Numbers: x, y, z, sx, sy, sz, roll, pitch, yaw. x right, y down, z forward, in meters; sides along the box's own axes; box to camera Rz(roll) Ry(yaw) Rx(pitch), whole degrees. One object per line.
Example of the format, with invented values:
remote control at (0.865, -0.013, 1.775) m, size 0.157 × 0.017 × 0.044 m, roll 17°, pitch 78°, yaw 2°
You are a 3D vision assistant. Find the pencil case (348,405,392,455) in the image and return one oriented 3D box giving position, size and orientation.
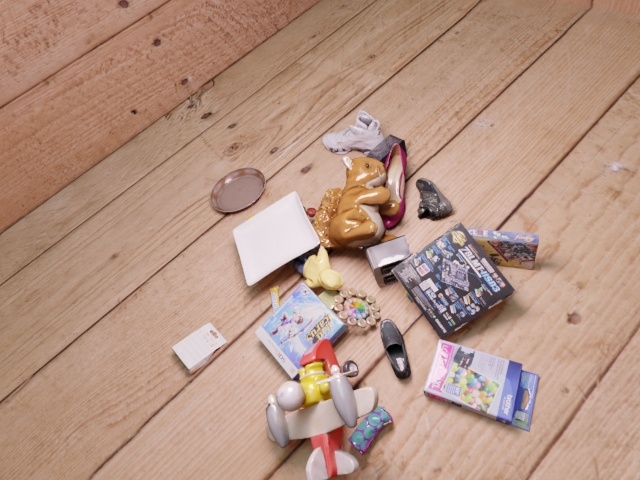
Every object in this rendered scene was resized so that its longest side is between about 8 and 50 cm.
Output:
pencil case at (0.159, 0.595, 1.305) m, size 0.152 × 0.064 × 0.070 m, roll -44°, pitch 36°, yaw -14°

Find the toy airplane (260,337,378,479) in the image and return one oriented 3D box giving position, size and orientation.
toy airplane at (-0.022, 0.524, 1.258) m, size 0.385 × 0.273 × 0.384 m, roll -60°, pitch 29°, yaw -1°

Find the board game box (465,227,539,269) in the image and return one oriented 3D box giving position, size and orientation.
board game box at (0.644, 0.030, 1.494) m, size 0.244 × 0.165 × 0.042 m, roll 7°, pitch 57°, yaw 23°

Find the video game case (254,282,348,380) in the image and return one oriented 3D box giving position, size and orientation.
video game case at (-0.076, 0.334, 1.543) m, size 0.269 × 0.061 × 0.244 m, roll -47°, pitch 59°, yaw -3°

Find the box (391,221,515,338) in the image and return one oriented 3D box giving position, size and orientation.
box at (0.450, 0.138, 1.427) m, size 0.294 × 0.073 × 0.295 m, roll -36°, pitch 76°, yaw 6°

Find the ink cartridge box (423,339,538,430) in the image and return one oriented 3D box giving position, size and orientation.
ink cartridge box at (0.504, 0.446, 1.300) m, size 0.312 × 0.065 × 0.185 m, roll 14°, pitch 60°, yaw 25°

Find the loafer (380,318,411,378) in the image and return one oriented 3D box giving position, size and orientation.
loafer at (0.258, 0.365, 1.433) m, size 0.076 × 0.078 × 0.223 m, roll -18°, pitch 51°, yaw 5°

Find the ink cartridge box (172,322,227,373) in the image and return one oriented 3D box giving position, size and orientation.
ink cartridge box at (-0.489, 0.434, 1.683) m, size 0.179 × 0.045 × 0.146 m, roll -32°, pitch 47°, yaw -29°

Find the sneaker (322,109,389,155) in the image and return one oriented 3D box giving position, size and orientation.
sneaker at (0.158, -0.540, 2.065) m, size 0.366 × 0.210 × 0.137 m, roll 16°, pitch 61°, yaw 29°

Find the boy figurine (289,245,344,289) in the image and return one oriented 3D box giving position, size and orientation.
boy figurine at (-0.011, 0.110, 1.652) m, size 0.285 × 0.092 × 0.177 m, roll 28°, pitch 99°, yaw 49°

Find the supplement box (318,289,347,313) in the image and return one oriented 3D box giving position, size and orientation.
supplement box at (0.047, 0.235, 1.620) m, size 0.083 × 0.056 × 0.083 m, roll -40°, pitch 52°, yaw -12°

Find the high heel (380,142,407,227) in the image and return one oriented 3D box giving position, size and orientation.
high heel at (0.307, -0.241, 1.806) m, size 0.128 × 0.181 × 0.376 m, roll -1°, pitch 54°, yaw 18°

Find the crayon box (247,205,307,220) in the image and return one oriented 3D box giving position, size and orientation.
crayon box at (-0.200, -0.052, 1.907) m, size 0.279 × 0.081 × 0.165 m, roll -11°, pitch 52°, yaw 12°

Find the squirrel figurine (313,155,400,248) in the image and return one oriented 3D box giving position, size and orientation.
squirrel figurine at (0.122, -0.155, 1.709) m, size 0.398 × 0.281 × 0.369 m, roll -12°, pitch 73°, yaw 36°

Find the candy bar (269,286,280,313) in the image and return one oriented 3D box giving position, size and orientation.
candy bar at (-0.184, 0.261, 1.707) m, size 0.040 × 0.018 × 0.161 m, roll -18°, pitch 50°, yaw 6°

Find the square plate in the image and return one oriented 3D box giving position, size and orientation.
square plate at (-0.194, -0.010, 1.762) m, size 0.344 × 0.049 × 0.347 m, roll -31°, pitch 49°, yaw 6°

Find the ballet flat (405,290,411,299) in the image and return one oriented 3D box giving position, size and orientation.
ballet flat at (0.429, 0.176, 1.524) m, size 0.231 × 0.077 × 0.077 m, roll -4°, pitch 37°, yaw 19°

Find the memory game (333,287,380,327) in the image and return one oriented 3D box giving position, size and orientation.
memory game at (0.137, 0.249, 1.549) m, size 0.187 × 0.012 × 0.186 m, roll 10°, pitch 41°, yaw -9°

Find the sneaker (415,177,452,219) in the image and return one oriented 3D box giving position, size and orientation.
sneaker at (0.448, -0.177, 1.769) m, size 0.131 × 0.087 × 0.227 m, roll -23°, pitch 55°, yaw -7°

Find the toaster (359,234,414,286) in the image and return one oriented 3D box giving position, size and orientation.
toaster at (0.264, 0.080, 1.588) m, size 0.186 × 0.168 × 0.110 m, roll -18°, pitch 52°, yaw 5°

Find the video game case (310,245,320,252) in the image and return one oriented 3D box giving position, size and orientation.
video game case at (0.000, 0.000, 1.843) m, size 0.087 × 0.011 × 0.121 m, roll 16°, pitch 61°, yaw 29°

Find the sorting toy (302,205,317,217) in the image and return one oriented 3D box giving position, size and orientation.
sorting toy at (-0.067, -0.120, 1.847) m, size 0.102 × 0.042 × 0.061 m, roll 7°, pitch 36°, yaw 13°

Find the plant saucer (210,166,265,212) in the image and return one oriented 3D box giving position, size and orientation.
plant saucer at (-0.425, -0.257, 2.163) m, size 0.311 × 0.050 × 0.310 m, roll -9°, pitch 53°, yaw 13°

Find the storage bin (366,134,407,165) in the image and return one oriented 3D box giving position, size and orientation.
storage bin at (0.316, -0.399, 1.960) m, size 0.180 × 0.122 × 0.084 m, roll -42°, pitch 52°, yaw -13°
